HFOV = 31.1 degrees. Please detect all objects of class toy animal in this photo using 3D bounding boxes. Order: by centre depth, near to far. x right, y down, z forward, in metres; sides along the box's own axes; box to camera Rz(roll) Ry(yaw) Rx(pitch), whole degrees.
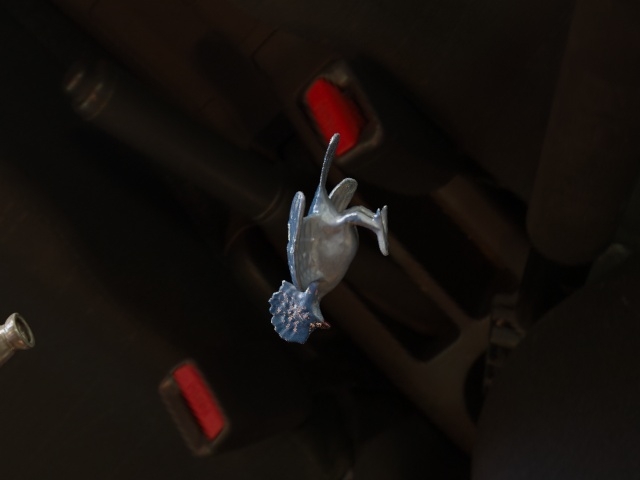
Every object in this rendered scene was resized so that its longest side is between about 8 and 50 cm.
[{"bbox_3d":[0.000,0.000,1.451,0.176,0.239,0.255,-10,94,10],"label":"toy animal"}]

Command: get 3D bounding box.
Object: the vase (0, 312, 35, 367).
[{"bbox_3d":[-0.369,0.122,1.271,0.100,0.053,0.053,-29,99,4],"label":"vase"}]
